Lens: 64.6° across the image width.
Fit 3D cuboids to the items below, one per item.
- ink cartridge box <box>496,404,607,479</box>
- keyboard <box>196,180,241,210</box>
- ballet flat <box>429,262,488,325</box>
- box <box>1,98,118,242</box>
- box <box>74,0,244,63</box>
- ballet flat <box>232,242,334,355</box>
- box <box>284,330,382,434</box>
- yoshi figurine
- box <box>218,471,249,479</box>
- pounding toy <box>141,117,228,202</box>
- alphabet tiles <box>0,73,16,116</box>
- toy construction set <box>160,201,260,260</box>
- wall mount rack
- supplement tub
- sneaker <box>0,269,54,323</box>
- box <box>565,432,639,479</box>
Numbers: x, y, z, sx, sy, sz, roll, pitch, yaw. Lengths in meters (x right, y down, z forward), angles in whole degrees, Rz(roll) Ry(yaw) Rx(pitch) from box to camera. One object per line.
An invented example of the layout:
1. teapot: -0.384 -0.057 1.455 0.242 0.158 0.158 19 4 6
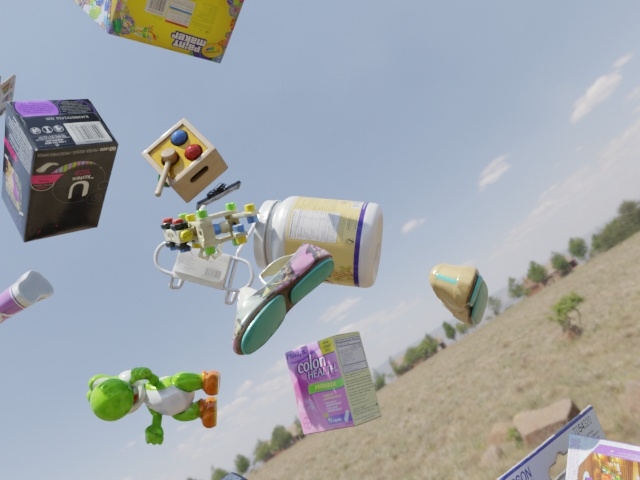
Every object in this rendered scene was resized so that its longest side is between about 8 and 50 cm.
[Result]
1. ink cartridge box: 0.391 0.464 0.766 0.324 0.330 0.071 -7 -18 -41
2. keyboard: -0.379 -0.181 1.868 0.192 0.038 0.100 -33 -3 -26
3. ballet flat: 0.212 0.077 0.773 0.080 0.073 0.232 -68 -25 -11
4. box: -0.555 -0.145 1.066 0.165 0.143 0.270 -18 -27 -44
5. box: -0.384 -0.574 1.159 0.290 0.279 0.177 -4 -49 -49
6. ballet flat: -0.069 0.078 0.746 0.221 0.079 0.077 -44 -33 -35
7. box: 0.031 0.407 1.442 0.117 0.243 0.213 1 -21 -44
8. yoshi figurine: -0.463 0.436 1.382 0.362 0.203 0.203 5 -36 -7
9. box: -0.246 0.621 1.048 0.056 0.183 0.231 10 9 32
10. pounding toy: -0.270 -0.145 0.967 0.141 0.130 0.100 -43 -25 -8
11. alphabet tiles: -0.911 -0.283 1.295 0.285 0.011 0.342 -26 30 52
12. toy construction set: -0.322 -0.026 1.437 0.215 0.151 0.327 -18 -3 -30
13. wall mount rack: -0.357 0.041 1.684 0.130 0.350 0.304 38 -113 -80
14. supplement tub: 0.000 0.000 1.436 0.331 0.241 0.241 6 -11 12
15. sneaker: -0.941 0.179 1.557 0.161 0.102 0.282 -35 9 -5
16. box: 0.373 0.388 0.568 0.057 0.293 0.201 21 -18 -23
